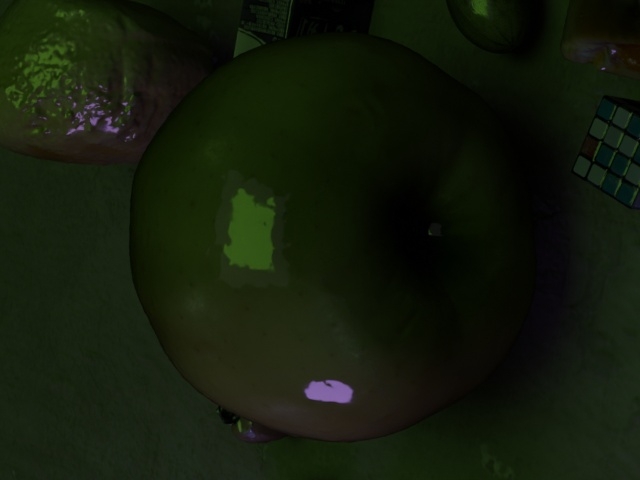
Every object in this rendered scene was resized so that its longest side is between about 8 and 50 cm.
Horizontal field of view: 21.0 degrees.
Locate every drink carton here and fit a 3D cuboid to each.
[{"bbox_3d":[-0.030,-0.225,2.164,0.102,0.134,0.222,19,101,44],"label":"drink carton"}]

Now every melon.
[{"bbox_3d":[0.194,-0.274,1.963,0.098,0.098,0.131,-38,67,38],"label":"melon"}]

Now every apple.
[{"bbox_3d":[0.000,0.000,1.910,0.473,0.473,0.474,-4,85,46],"label":"apple"}]

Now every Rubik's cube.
[{"bbox_3d":[0.337,-0.090,1.805,0.092,0.092,0.092,37,114,41],"label":"Rubik's cube"}]

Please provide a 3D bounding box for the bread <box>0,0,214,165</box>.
[{"bbox_3d":[-0.302,-0.211,2.309,0.320,0.320,0.237,20,100,45],"label":"bread"}]

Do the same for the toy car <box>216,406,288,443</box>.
[{"bbox_3d":[-0.061,0.125,2.196,0.124,0.101,0.257,-14,76,41],"label":"toy car"}]

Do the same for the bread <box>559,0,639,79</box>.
[{"bbox_3d":[0.385,-0.317,1.693,0.300,0.210,0.341,21,101,42],"label":"bread"}]
